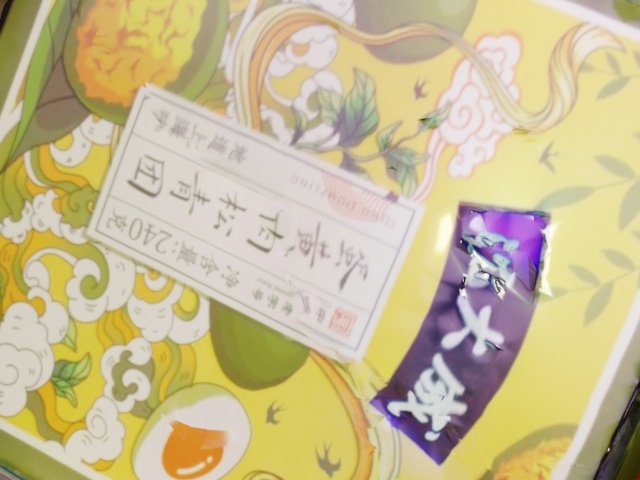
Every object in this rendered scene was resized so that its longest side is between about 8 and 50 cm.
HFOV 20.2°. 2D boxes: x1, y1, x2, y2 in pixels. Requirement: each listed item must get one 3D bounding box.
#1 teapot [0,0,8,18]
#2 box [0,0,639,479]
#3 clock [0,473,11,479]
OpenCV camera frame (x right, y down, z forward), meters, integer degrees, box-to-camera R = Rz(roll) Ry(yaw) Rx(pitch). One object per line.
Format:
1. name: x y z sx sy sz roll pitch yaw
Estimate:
1. teapot: -0.232 -0.140 1.222 0.110 0.085 0.080 8 111 58
2. box: 0.000 0.000 0.961 0.420 0.138 0.373 27 99 20
3. clock: -0.179 0.236 0.998 0.275 0.290 0.080 41 104 35
